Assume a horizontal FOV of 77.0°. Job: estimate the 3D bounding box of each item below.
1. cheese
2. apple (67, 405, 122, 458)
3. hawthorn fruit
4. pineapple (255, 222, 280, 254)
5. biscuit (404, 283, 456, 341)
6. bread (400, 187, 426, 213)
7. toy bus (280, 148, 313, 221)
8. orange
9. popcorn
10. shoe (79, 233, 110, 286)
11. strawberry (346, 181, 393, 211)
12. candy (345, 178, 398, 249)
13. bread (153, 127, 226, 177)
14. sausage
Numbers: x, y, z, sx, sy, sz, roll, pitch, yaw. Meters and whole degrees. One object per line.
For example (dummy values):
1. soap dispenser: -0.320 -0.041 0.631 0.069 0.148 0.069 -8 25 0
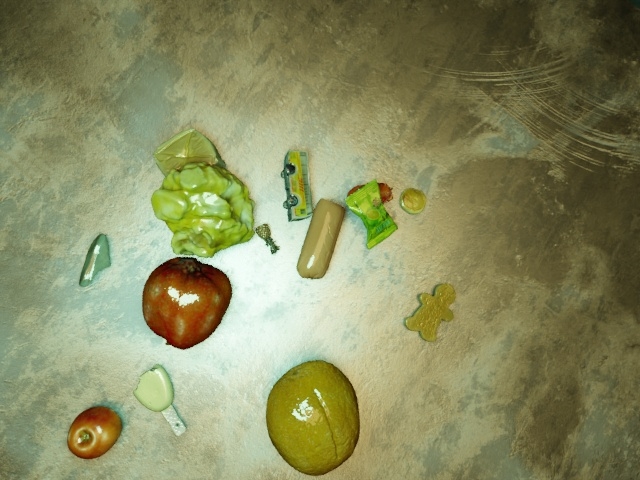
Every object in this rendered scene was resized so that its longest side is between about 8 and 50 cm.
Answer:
1. cheese: -0.556 0.571 1.411 0.127 0.050 0.256 -31 88 -9
2. apple: -0.751 0.637 1.336 0.163 0.139 0.164 0 87 -7
3. hawthorn fruit: -0.447 0.207 1.355 0.294 0.295 0.312 -7 88 -8
4. pineapple: -0.197 -0.001 1.513 0.058 0.058 0.124 -28 88 -9
5. biscuit: 0.440 0.273 1.571 0.158 0.035 0.240 40 81 -4
6. bread: 0.372 -0.159 1.613 0.109 0.024 0.110 1 84 -6
7. toy bus: -0.089 -0.206 1.533 0.106 0.092 0.268 -3 84 -17
8. orange: -0.017 0.593 1.347 0.321 0.322 0.357 -20 105 -8
9. popcorn: -0.404 -0.107 1.392 0.292 0.294 0.334 -3 116 22
10. shoe: -0.791 0.076 1.434 0.078 0.079 0.195 29 70 -39
11. strawberry: 0.187 -0.167 1.571 0.188 0.082 0.121 -17 110 -14
12. candy: 0.197 -0.093 1.518 0.149 0.069 0.246 -34 113 -6
13. bread: -0.482 -0.295 1.482 0.209 0.110 0.192 -40 84 -9
14. sausage: 0.000 0.001 1.503 0.121 0.121 0.305 18 84 -5
